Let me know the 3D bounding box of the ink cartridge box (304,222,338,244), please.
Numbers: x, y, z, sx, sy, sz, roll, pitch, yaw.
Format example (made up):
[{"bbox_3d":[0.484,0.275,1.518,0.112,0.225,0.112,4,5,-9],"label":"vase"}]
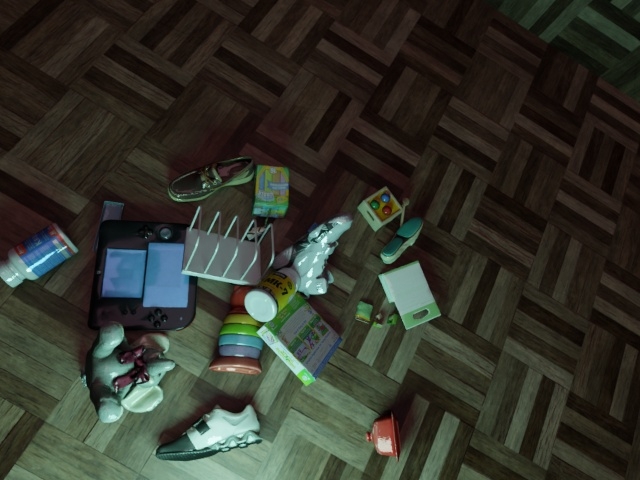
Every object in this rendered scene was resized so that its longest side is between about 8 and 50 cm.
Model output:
[{"bbox_3d":[0.000,0.000,1.749,0.122,0.088,0.052,41,67,1],"label":"ink cartridge box"}]

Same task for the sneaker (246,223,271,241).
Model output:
[{"bbox_3d":[-0.236,-0.039,1.729,0.109,0.040,0.043,-30,73,-24],"label":"sneaker"}]

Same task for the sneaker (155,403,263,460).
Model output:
[{"bbox_3d":[-0.364,0.619,1.465,0.331,0.122,0.146,-8,57,-15],"label":"sneaker"}]

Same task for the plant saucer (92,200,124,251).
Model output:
[{"bbox_3d":[-0.756,-0.047,1.612,0.067,0.018,0.192,8,71,-12],"label":"plant saucer"}]

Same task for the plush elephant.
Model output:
[{"bbox_3d":[-0.579,0.400,1.405,0.255,0.330,0.271,4,72,-37],"label":"plush elephant"}]

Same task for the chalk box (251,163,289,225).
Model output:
[{"bbox_3d":[-0.192,-0.164,1.729,0.132,0.132,0.213,4,72,-12],"label":"chalk box"}]

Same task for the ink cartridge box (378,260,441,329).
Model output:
[{"bbox_3d":[0.354,0.216,1.792,0.171,0.056,0.235,-18,82,-18],"label":"ink cartridge box"}]

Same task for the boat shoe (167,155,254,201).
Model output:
[{"bbox_3d":[-0.408,-0.247,1.704,0.342,0.123,0.123,-18,78,-19],"label":"boat shoe"}]

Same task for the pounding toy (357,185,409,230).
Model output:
[{"bbox_3d":[0.295,-0.130,1.862,0.206,0.094,0.181,-33,84,-20],"label":"pounding toy"}]

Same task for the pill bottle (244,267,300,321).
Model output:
[{"bbox_3d":[-0.157,0.179,1.552,0.119,0.119,0.208,45,32,2],"label":"pill bottle"}]

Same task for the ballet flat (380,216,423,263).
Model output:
[{"bbox_3d":[0.336,0.005,1.844,0.248,0.086,0.086,-42,87,-21],"label":"ballet flat"}]

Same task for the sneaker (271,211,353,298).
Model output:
[{"bbox_3d":[0.009,0.060,1.644,0.366,0.137,0.210,-35,94,22],"label":"sneaker"}]

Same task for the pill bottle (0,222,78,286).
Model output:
[{"bbox_3d":[-0.931,0.051,1.479,0.221,0.124,0.124,-40,86,-22],"label":"pill bottle"}]

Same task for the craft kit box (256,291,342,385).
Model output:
[{"bbox_3d":[-0.065,0.334,1.577,0.246,0.061,0.250,49,32,1],"label":"craft kit box"}]

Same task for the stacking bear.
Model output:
[{"bbox_3d":[-0.269,0.300,1.558,0.175,0.164,0.289,12,64,-19],"label":"stacking bear"}]

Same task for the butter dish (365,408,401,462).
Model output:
[{"bbox_3d":[0.217,0.682,1.578,0.118,0.160,0.160,-7,74,8],"label":"butter dish"}]

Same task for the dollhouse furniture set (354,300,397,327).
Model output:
[{"bbox_3d":[0.213,0.287,1.731,0.152,0.058,0.076,21,69,-7],"label":"dollhouse furniture set"}]

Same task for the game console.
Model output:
[{"bbox_3d":[-0.601,0.119,1.567,0.342,0.060,0.386,5,71,-17],"label":"game console"}]

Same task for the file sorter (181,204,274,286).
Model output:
[{"bbox_3d":[-0.312,0.017,1.559,0.278,0.173,0.192,14,47,-25],"label":"file sorter"}]
